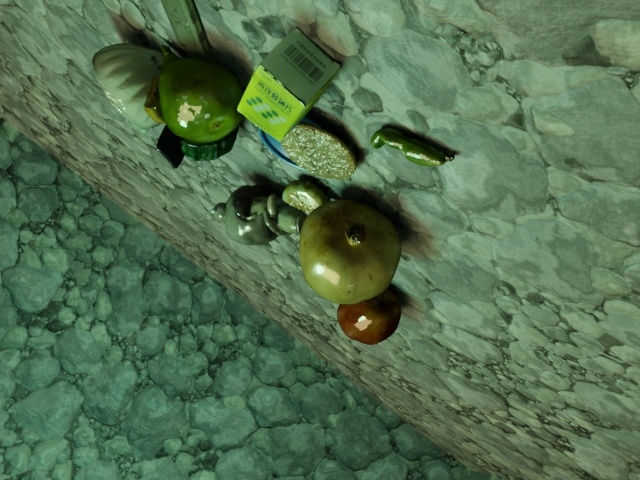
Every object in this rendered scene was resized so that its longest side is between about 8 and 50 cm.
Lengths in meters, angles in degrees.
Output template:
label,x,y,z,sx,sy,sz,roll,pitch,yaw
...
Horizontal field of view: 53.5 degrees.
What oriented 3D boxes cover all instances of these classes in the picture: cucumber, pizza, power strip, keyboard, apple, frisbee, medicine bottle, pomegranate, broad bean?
label,x,y,z,sx,sy,sz,roll,pitch,yaw
cucumber,-0.322,-0.335,1.836,0.191,0.191,0.130,38,159,-3
pizza,-0.441,-0.387,1.761,0.041,0.131,0.178,-3,173,11
power strip,-0.343,-0.561,1.550,0.092,0.034,0.268,29,159,21
keyboard,-0.414,-0.330,1.882,0.016,0.262,0.106,-12,136,29
apple,0.181,0.258,2.254,0.234,0.234,0.234,31,159,13
frisbee,-0.054,-0.269,1.702,0.242,0.045,0.242,21,157,10
medicine bottle,-0.076,-0.345,1.451,0.137,0.141,0.250,42,159,-6
pomegranate,0.078,0.027,1.809,0.319,0.319,0.319,31,159,13
broad bean,0.202,-0.206,1.430,0.214,0.048,0.070,23,153,31

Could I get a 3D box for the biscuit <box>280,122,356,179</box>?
label,x,y,z,sx,sy,sz,roll,pitch,yaw
biscuit,-0.008,-0.229,1.650,0.220,0.033,0.220,22,155,11

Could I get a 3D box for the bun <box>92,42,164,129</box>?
label,x,y,z,sx,sy,sz,roll,pitch,yaw
bun,-0.511,-0.473,1.845,0.263,0.175,0.263,54,-165,-21

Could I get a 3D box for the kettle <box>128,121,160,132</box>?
label,x,y,z,sx,sy,sz,roll,pitch,yaw
kettle,-0.611,-0.437,2.175,0.127,0.098,0.148,40,164,-26

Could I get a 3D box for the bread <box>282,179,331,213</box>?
label,x,y,z,sx,sy,sz,roll,pitch,yaw
bread,-0.042,-0.140,1.922,0.157,0.083,0.094,12,145,27

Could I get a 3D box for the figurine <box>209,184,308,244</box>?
label,x,y,z,sx,sy,sz,roll,pitch,yaw
figurine,-0.166,-0.073,2.086,0.381,0.248,0.203,11,108,41

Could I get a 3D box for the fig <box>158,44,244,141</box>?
label,x,y,z,sx,sy,sz,roll,pitch,yaw
fig,-0.315,-0.403,1.692,0.233,0.314,0.233,-5,141,-4
